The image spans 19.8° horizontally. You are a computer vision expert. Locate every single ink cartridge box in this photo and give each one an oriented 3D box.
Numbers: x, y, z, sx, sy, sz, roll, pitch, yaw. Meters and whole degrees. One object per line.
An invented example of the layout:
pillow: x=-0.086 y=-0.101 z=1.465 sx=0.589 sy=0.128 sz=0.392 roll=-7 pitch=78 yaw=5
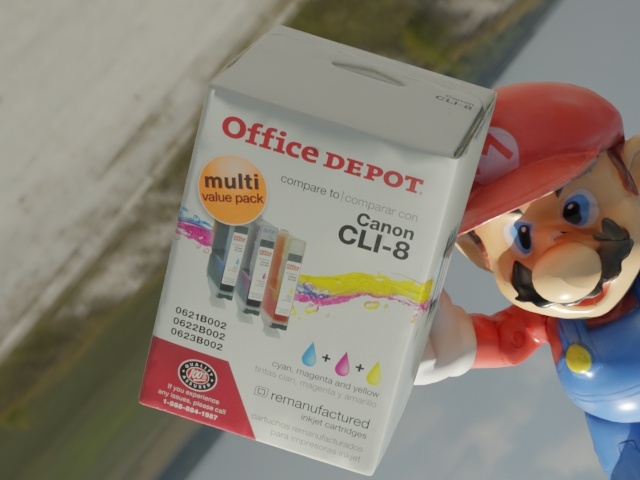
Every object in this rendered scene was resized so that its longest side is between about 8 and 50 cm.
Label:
ink cartridge box: x=0.000 y=0.000 z=0.926 sx=0.127 sy=0.128 sz=0.176 roll=-54 pitch=159 yaw=-67

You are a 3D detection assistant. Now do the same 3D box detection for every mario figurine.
mario figurine: x=0.162 y=0.057 z=1.034 sx=0.198 sy=0.320 sz=0.170 roll=-42 pitch=-157 yaw=-21
